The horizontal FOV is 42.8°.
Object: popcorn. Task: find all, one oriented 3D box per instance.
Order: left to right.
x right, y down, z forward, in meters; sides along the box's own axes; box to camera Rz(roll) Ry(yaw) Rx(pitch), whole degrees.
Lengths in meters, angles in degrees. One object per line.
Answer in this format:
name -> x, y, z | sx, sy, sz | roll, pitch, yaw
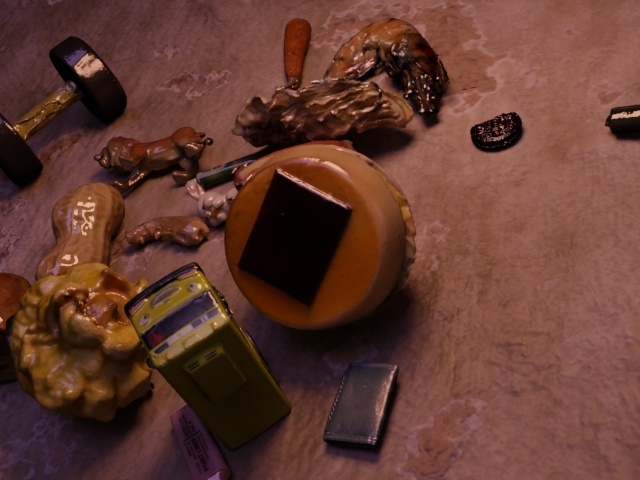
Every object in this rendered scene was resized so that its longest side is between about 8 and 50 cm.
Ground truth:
popcorn -> -0.371, 0.157, 1.310 | 0.252, 0.215, 0.286 | -41, 45, 18

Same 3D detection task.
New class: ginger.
ginger -> -0.286, -0.018, 1.552 | 0.173, 0.051, 0.069 | -5, 41, 28

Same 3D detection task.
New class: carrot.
carrot -> -0.056, -0.406, 1.808 | 0.061, 0.061, 0.209 | -11, 49, 17

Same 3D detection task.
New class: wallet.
wallet -> 0.059, 0.233, 1.155 | 0.088, 0.026, 0.129 | -1, 49, 30

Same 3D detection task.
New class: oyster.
oyster -> -0.002, -0.235, 1.522 | 0.351, 0.115, 0.238 | -3, 4, 13

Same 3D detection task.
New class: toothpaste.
toothpaste -> -0.170, -0.144, 1.626 | 0.204, 0.031, 0.049 | -20, 31, 4

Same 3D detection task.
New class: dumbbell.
dumbbell -> -0.629, -0.298, 1.870 | 0.322, 0.204, 0.204 | -41, 45, -15

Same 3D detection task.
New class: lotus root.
lotus root -> -0.581, 0.134, 1.435 | 0.188, 0.199, 0.180 | -8, 49, 13

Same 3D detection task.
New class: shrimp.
shrimp -> 0.122, -0.328, 1.643 | 0.233, 0.071, 0.365 | -31, 43, 10

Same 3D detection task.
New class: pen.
pen -> -0.171, 0.316, 1.184 | 0.053, 0.032, 0.197 | -33, 42, -8

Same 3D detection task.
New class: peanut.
peanut -> -0.457, 0.002, 1.548 | 0.120, 0.136, 0.298 | -39, 33, 39

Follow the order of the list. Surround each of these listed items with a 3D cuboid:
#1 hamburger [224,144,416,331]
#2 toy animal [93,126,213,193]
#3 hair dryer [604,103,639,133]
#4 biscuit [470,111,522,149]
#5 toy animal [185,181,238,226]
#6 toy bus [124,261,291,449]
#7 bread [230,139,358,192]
hamburger -> 0.000, 0.000, 1.236 | 0.300, 0.300, 0.176 | -5, 8, 22
toy animal -> -0.343, -0.185, 1.708 | 0.312, 0.097, 0.157 | -11, 39, 14
hair dryer -> 0.576, -0.161, 1.243 | 0.302, 0.116, 0.244 | -1, 48, 40
biscuit -> 0.311, -0.195, 1.442 | 0.089, 0.027, 0.087 | 9, 54, 33
toy animal -> -0.191, -0.069, 1.533 | 0.124, 0.071, 0.085 | -8, 47, 19
toy bus -> -0.152, 0.169, 1.149 | 0.128, 0.262, 0.150 | -33, 46, -6
bread -> -0.032, -0.091, 1.441 | 0.244, 0.123, 0.190 | 1, 48, 26
